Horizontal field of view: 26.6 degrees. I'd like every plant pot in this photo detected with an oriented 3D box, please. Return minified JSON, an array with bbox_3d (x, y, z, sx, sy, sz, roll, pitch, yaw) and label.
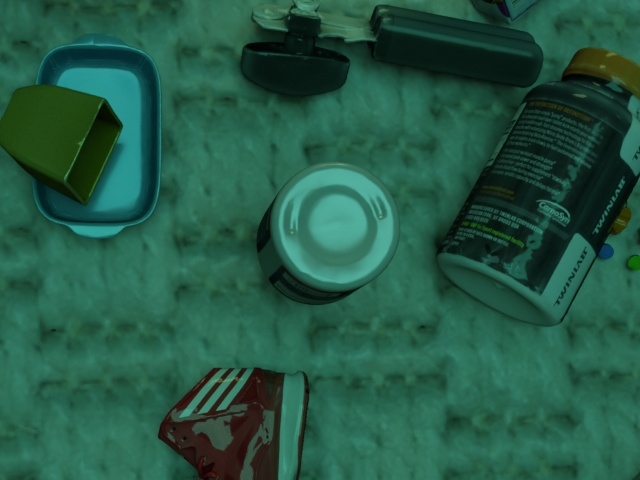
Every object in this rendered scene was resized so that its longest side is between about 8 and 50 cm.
[{"bbox_3d":[-0.231,-0.089,1.167,0.083,0.081,0.081,21,79,8],"label":"plant pot"}]

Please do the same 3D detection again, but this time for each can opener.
[{"bbox_3d":[0.066,-0.179,1.275,0.281,0.074,0.093,5,115,-6],"label":"can opener"}]

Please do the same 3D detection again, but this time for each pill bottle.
[{"bbox_3d":[0.217,-0.055,1.239,0.130,0.130,0.245,31,79,-3],"label":"pill bottle"},{"bbox_3d":[0.000,0.000,1.172,0.108,0.180,0.107,1,82,-9],"label":"pill bottle"}]

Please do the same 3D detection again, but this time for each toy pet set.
[{"bbox_3d":[0.343,-0.024,1.303,0.122,0.065,0.114,21,114,-2],"label":"toy pet set"}]

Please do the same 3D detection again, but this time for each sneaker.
[{"bbox_3d":[-0.084,0.217,1.189,0.128,0.087,0.221,8,68,1],"label":"sneaker"}]

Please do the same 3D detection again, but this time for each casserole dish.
[{"bbox_3d":[-0.202,-0.092,1.228,0.114,0.037,0.188,1,81,-8],"label":"casserole dish"}]

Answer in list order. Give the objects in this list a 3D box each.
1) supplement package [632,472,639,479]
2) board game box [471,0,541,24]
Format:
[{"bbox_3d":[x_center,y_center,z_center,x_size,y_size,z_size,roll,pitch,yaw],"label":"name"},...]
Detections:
[{"bbox_3d":[0.288,0.349,1.155,0.263,0.199,0.198,-39,89,-12],"label":"supplement package"},{"bbox_3d":[0.229,-0.416,1.231,0.318,0.066,0.318,-37,131,-12],"label":"board game box"}]
